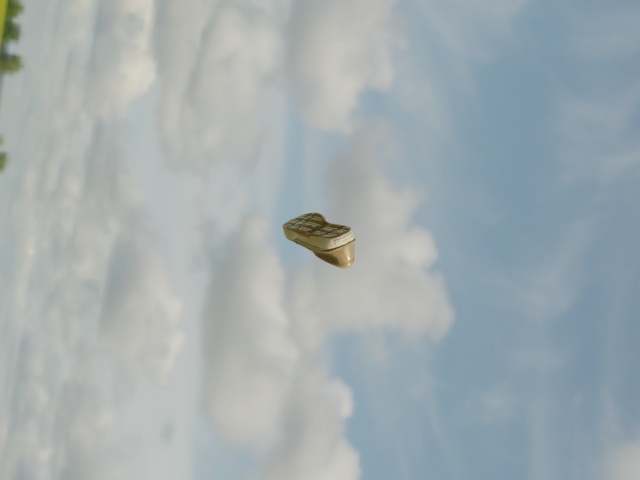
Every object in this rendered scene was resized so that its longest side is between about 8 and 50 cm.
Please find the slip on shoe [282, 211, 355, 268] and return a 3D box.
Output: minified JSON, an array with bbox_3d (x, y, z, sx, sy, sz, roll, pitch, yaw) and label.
[{"bbox_3d":[0.000,0.000,1.585,0.135,0.051,0.041,16,-52,58],"label":"slip on shoe"}]
